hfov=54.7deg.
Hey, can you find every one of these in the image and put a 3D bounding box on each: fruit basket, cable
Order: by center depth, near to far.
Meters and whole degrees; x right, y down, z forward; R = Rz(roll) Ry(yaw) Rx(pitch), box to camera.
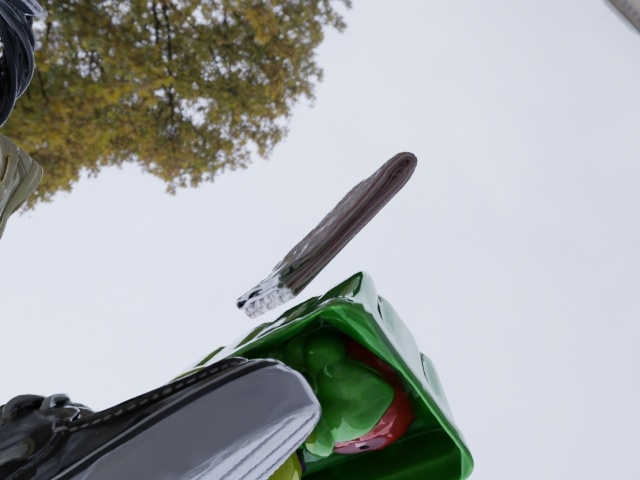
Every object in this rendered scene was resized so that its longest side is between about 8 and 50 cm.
[{"bbox_3d":[-0.257,-0.138,0.439,0.047,0.151,0.184,24,-171,-8],"label":"cable"},{"bbox_3d":[-0.060,0.220,0.654,0.283,0.392,0.392,54,-138,-13],"label":"fruit basket"}]

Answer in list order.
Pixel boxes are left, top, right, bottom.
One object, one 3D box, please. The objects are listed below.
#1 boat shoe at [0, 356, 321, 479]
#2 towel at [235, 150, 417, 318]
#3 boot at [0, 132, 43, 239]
[{"bbox_3d":[-0.164,0.143,0.354,0.335,0.121,0.119,-30,-120,-2],"label":"boat shoe"},{"bbox_3d":[0.000,0.000,1.080,0.053,0.332,0.317,47,-113,-4],"label":"towel"},{"bbox_3d":[-0.541,-0.081,0.891,0.203,0.095,0.262,63,-141,-46],"label":"boot"}]
